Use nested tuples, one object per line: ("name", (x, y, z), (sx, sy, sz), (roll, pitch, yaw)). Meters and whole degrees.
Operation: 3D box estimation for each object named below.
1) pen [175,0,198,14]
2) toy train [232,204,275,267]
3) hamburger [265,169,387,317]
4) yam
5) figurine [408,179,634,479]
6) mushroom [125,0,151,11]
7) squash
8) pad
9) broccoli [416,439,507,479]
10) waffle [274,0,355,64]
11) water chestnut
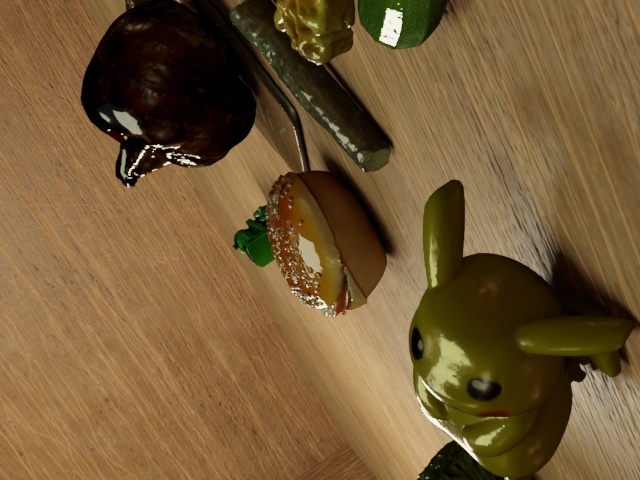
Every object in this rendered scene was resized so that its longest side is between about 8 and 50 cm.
("pen", (-0.210, -0.353, 2.087), (0.053, 0.032, 0.197), (52, 173, 32))
("toy train", (-0.114, -0.008, 2.545), (0.085, 0.119, 0.251), (57, 170, -13))
("hamburger", (0.001, 0.000, 1.834), (0.237, 0.147, 0.237), (55, 168, 17))
("yam", (-0.013, -0.191, 1.502), (0.274, 0.061, 0.061), (52, 171, 20))
("figurine", (0.181, 0.114, 1.209), (0.218, 0.169, 0.327), (34, 164, 26))
("mushroom", (-0.335, -0.451, 2.267), (0.170, 0.080, 0.135), (54, 159, 20))
("squash", (0.067, -0.204, 0.969), (0.077, 0.068, 0.219), (48, 170, 7))
("pad", (-0.106, -0.233, 1.990), (0.284, 0.018, 0.286), (53, 170, 20))
("broccoli", (0.245, 0.452, 1.885), (0.275, 0.308, 0.308), (-31, 94, 47))
("waffle", (-0.020, -0.257, 1.086), (0.229, 0.057, 0.219), (169, 87, -82))
("water chestnut", (-0.245, -0.227, 1.913), (0.289, 0.244, 0.289), (55, 169, 15))
